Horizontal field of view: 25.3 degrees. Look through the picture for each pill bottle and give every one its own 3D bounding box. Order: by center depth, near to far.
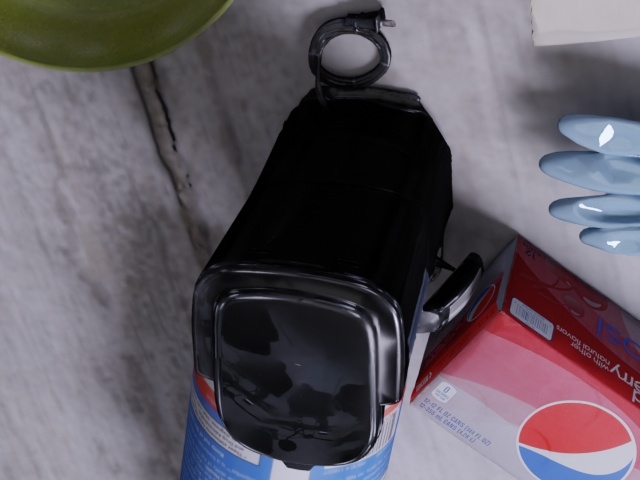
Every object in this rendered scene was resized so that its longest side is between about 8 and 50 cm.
[{"bbox_3d":[-0.024,0.147,0.869,0.124,0.124,0.221,15,123,6],"label":"pill bottle"}]

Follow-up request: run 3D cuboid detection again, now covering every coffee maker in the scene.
[{"bbox_3d":[0.000,0.000,0.739,0.120,0.178,0.171,-15,116,22],"label":"coffee maker"}]

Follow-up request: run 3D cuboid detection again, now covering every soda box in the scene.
[{"bbox_3d":[0.185,0.118,0.819,0.263,0.083,0.092,35,123,-7],"label":"soda box"}]

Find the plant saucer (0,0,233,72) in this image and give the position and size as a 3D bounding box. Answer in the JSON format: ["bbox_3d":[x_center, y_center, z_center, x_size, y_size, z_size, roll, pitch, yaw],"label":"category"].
[{"bbox_3d":[-0.137,-0.204,0.735,0.241,0.037,0.241,6,122,10],"label":"plant saucer"}]

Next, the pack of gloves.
[{"bbox_3d":[0.224,-0.088,0.719,0.232,0.046,0.195,1,109,11],"label":"pack of gloves"}]
